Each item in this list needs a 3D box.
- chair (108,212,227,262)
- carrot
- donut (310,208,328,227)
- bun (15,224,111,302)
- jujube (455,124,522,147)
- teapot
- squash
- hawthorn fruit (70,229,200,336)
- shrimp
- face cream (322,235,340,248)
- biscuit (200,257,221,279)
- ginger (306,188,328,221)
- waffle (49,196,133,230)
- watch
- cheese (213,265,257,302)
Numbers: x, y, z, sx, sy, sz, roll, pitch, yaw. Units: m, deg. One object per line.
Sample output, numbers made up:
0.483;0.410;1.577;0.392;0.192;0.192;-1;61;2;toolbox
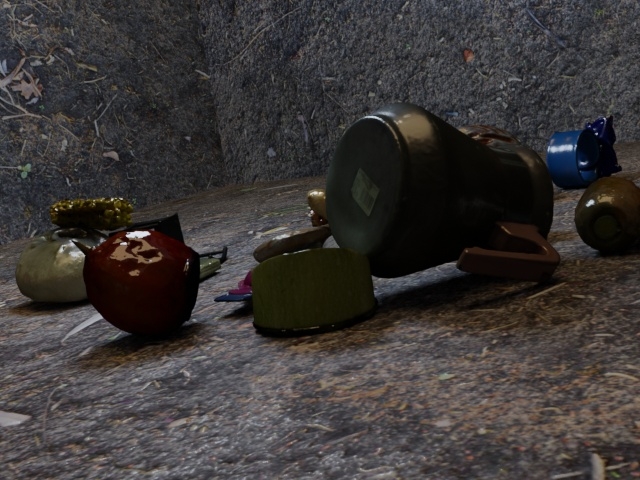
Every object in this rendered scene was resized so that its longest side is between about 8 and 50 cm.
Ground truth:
-0.388;0.011;2.114;0.260;0.142;0.154;-11;9;10;chair
0.569;-0.062;1.599;0.138;0.139;0.302;-6;8;19;carrot
0.030;-0.063;2.291;0.141;0.085;0.217;-10;7;-2;donut
-0.593;0.056;1.946;0.272;0.169;0.273;-3;15;1;bun
0.401;-0.203;2.281;0.307;0.247;0.215;0;50;-12;jujube
0.235;-0.060;1.450;0.361;0.306;0.376;4;32;-29;teapot
-0.016;0.076;1.386;0.220;0.133;0.220;-10;3;1;squash
-0.328;0.063;1.448;0.251;0.190;0.189;28;-2;-17;hawthorn fruit
0.000;0.000;1.869;0.317;0.077;0.168;-14;-11;-13;shrimp
0.044;0.032;1.699;0.081;0.082;0.269;-9;9;1;face cream
-0.348;0.075;1.963;0.199;0.041;0.121;-6;8;22;biscuit
0.115;-0.025;1.771;0.333;0.081;0.148;30;-2;36;ginger
-0.564;-0.064;2.016;0.193;0.070;0.197;-6;-6;33;waffle
0.755;-0.250;2.389;0.200;0.196;0.171;-8;-4;-44;watch
-0.106;0.084;1.593;0.155;0.062;0.244;-4;11;33;cheese
